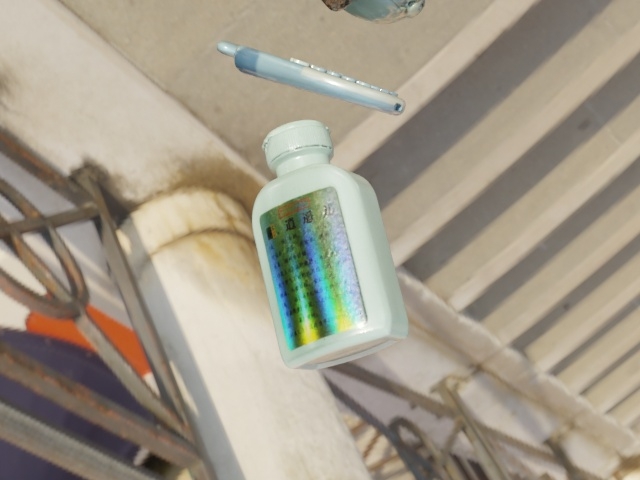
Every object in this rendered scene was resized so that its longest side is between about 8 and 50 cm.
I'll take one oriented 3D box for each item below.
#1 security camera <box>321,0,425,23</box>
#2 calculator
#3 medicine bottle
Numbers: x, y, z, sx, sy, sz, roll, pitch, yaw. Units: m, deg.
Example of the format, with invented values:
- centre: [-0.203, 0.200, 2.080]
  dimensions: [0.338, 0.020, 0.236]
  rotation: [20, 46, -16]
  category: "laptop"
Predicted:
- centre: [0.053, -0.400, 1.583]
  dimensions: [0.197, 0.191, 0.277]
  rotation: [-47, 157, 12]
  category: "security camera"
- centre: [-0.017, -0.234, 1.675]
  dimensions: [0.188, 0.302, 0.042]
  rotation: [1, 106, -61]
  category: "calculator"
- centre: [0.000, 0.000, 1.110]
  dimensions: [0.121, 0.229, 0.083]
  rotation: [-22, 163, 26]
  category: "medicine bottle"
